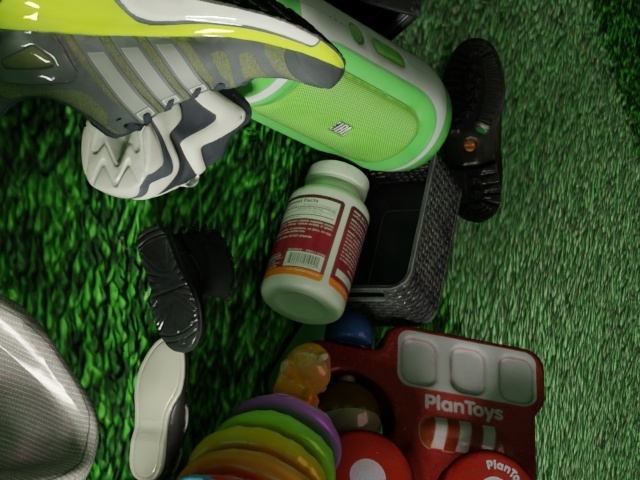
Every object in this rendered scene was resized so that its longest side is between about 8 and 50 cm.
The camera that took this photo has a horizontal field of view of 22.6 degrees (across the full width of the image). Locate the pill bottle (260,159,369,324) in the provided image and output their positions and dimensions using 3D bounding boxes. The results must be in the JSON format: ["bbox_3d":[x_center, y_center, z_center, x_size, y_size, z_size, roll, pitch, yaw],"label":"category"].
[{"bbox_3d":[0.000,0.000,1.588,0.086,0.086,0.152,55,44,-48],"label":"pill bottle"}]

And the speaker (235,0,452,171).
[{"bbox_3d":[0.005,-0.155,1.521,0.296,0.131,0.131,21,72,-52],"label":"speaker"}]

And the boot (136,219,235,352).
[{"bbox_3d":[-0.109,0.040,1.392,0.099,0.045,0.121,9,58,-61],"label":"boot"}]

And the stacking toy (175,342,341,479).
[{"bbox_3d":[-0.045,0.197,1.397,0.165,0.175,0.302,35,39,-9],"label":"stacking toy"}]

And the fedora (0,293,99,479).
[{"bbox_3d":[-0.237,0.109,1.008,0.275,0.124,0.244,37,52,-32],"label":"fedora"}]

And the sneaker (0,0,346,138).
[{"bbox_3d":[-0.127,-0.139,1.220,0.111,0.300,0.121,-124,-137,-62],"label":"sneaker"}]

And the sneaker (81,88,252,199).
[{"bbox_3d":[-0.120,-0.149,1.348,0.153,0.094,0.235,5,86,-64],"label":"sneaker"}]

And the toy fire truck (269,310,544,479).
[{"bbox_3d":[0.078,0.199,1.582,0.169,0.302,0.254,121,-23,-55],"label":"toy fire truck"}]

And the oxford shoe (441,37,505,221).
[{"bbox_3d":[0.187,-0.134,1.973,0.096,0.082,0.227,14,79,-81],"label":"oxford shoe"}]

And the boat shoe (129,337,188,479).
[{"bbox_3d":[-0.133,0.146,1.378,0.038,0.046,0.125,15,80,-62],"label":"boat shoe"}]

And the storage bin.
[{"bbox_3d":[0.067,-0.008,1.672,0.084,0.122,0.180,52,44,-49],"label":"storage bin"}]

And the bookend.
[{"bbox_3d":[0.004,-0.249,1.584,0.157,0.156,0.072,13,75,-17],"label":"bookend"}]

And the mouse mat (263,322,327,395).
[{"bbox_3d":[-0.005,0.172,1.668,0.152,0.007,0.190,-55,138,-48],"label":"mouse mat"}]
